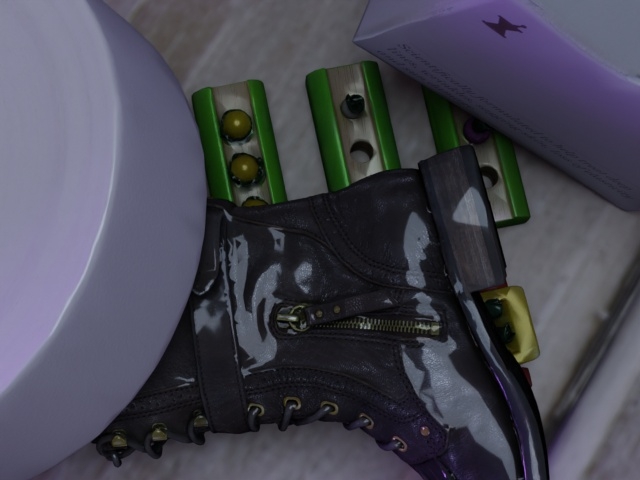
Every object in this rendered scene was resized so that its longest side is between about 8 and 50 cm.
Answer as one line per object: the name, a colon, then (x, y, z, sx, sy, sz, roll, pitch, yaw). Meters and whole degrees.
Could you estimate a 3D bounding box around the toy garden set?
toy garden set: (0.000, 0.000, 0.818, 0.244, 0.049, 0.203, -11, 77, -6)

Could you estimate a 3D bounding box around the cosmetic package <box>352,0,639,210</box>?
cosmetic package: (0.199, -0.230, 0.795, 0.217, 0.156, 0.385, 31, 76, -24)

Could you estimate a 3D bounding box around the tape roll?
tape roll: (-0.204, -0.015, 0.733, 0.286, 0.100, 0.286, -6, 73, 19)

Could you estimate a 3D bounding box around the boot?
boot: (-0.007, 0.081, 0.755, 0.229, 0.091, 0.263, -13, 83, 8)
